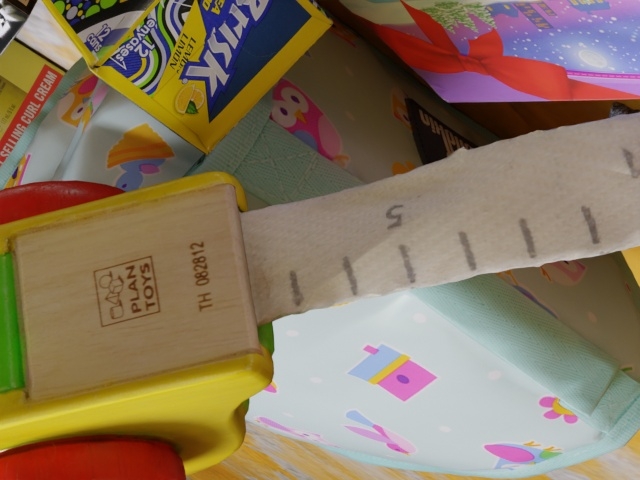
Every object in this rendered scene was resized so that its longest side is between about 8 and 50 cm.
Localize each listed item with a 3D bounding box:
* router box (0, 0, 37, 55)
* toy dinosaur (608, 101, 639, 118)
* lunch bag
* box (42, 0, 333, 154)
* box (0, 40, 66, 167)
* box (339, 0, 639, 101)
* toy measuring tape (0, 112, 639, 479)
[{"bbox_3d":[-0.234,-0.102,0.764,0.133,0.046,0.179,33,130,-18],"label":"router box"},{"bbox_3d":[0.160,-0.017,0.541,0.118,0.064,0.268,12,157,24],"label":"toy dinosaur"},{"bbox_3d":[0.000,0.000,0.668,0.223,0.160,0.262,35,168,-24],"label":"lunch bag"},{"bbox_3d":[-0.066,-0.099,0.513,0.054,0.059,0.169,39,-172,-42],"label":"box"},{"bbox_3d":[-0.247,-0.105,0.861,0.232,0.087,0.058,34,163,-19],"label":"box"},{"bbox_3d":[0.075,-0.112,0.370,0.201,0.057,0.293,39,161,-33],"label":"box"},{"bbox_3d":[-0.021,0.027,0.492,0.330,0.121,0.121,-14,151,12],"label":"toy measuring tape"}]
